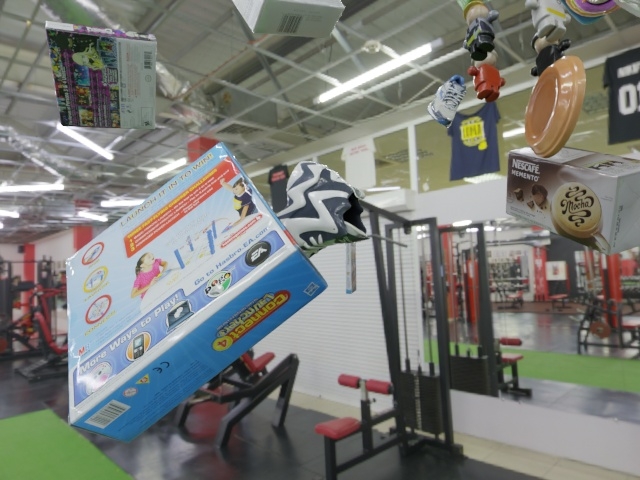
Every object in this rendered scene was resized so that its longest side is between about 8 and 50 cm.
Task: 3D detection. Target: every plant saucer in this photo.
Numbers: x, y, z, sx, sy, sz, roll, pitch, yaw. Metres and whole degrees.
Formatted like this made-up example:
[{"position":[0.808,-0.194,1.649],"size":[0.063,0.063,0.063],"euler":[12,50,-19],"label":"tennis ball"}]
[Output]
[{"position":[0.465,-0.269,0.869],"size":[0.037,0.199,0.200],"euler":[8,-4,4],"label":"plant saucer"}]

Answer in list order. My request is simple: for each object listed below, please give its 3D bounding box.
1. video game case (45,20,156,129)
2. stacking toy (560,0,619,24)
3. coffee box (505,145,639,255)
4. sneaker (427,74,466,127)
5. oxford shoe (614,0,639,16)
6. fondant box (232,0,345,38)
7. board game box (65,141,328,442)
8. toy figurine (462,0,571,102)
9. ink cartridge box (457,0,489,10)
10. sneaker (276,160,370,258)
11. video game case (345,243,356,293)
[{"position":[-0.488,-0.363,0.978],"size":[0.211,0.041,0.232],"euler":[-6,-40,-26],"label":"video game case"},{"position":[0.597,-0.550,0.907],"size":[0.175,0.165,0.302],"euler":[-40,6,44],"label":"stacking toy"},{"position":[0.560,-0.107,0.949],"size":[0.119,0.168,0.297],"euler":[-14,24,-13],"label":"coffee box"},{"position":[0.236,-0.262,0.786],"size":[0.052,0.135,0.058],"euler":[28,-40,-9],"label":"sneaker"},{"position":[0.490,-0.288,0.479],"size":[0.130,0.449,0.169],"euler":[-3,-46,-36],"label":"oxford shoe"},{"position":[-0.125,-0.659,1.073],"size":[0.239,0.330,0.096],"euler":[-16,-22,-37],"label":"fondant box"},{"position":[-0.191,0.043,0.583],"size":[0.308,0.302,0.086],"euler":[-38,-46,-1],"label":"board game box"},{"position":[0.425,-0.433,0.936],"size":[0.213,0.148,0.209],"euler":[-8,-28,27],"label":"toy figurine"},{"position":[0.432,-0.687,0.963],"size":[0.199,0.114,0.273],"euler":[-26,-8,-9],"label":"ink cartridge box"},{"position":[0.000,0.000,0.710],"size":[0.153,0.234,0.094],"euler":[25,5,26],"label":"sneaker"},{"position":[0.069,0.034,0.971],"size":[0.015,0.166,0.119],"euler":[-1,-3,9],"label":"video game case"}]
